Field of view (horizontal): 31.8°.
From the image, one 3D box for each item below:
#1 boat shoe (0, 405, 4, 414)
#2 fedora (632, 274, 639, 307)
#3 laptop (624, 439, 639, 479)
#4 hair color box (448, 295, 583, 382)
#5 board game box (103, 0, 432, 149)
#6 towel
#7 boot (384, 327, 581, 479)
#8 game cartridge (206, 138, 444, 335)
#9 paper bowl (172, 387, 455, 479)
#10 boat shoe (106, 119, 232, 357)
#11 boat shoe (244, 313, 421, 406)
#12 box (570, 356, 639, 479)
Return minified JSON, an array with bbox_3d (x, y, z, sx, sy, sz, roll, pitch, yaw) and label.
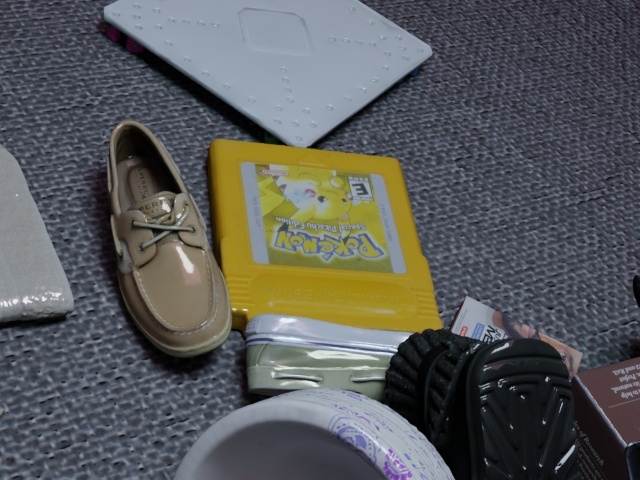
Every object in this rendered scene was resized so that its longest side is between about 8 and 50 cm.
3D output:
[{"bbox_3d":[-0.432,0.185,1.149,0.206,0.075,0.064,7,87,-22],"label":"boat shoe"},{"bbox_3d":[0.526,0.128,1.367,0.152,0.334,0.334,-38,58,6],"label":"fedora"},{"bbox_3d":[0.477,0.332,1.144,0.236,0.381,0.408,-10,1,20],"label":"laptop"},{"bbox_3d":[0.241,0.150,1.432,0.167,0.053,0.093,27,42,4],"label":"hair color box"},{"bbox_3d":[-0.077,-0.313,1.776,0.390,0.050,0.390,35,45,15],"label":"board game box"},{"bbox_3d":[-0.425,-0.004,1.337,0.187,0.049,0.282,-11,52,-28],"label":"towel"},{"bbox_3d":[0.161,0.262,1.171,0.131,0.260,0.347,7,82,-18],"label":"boot"},{"bbox_3d":[0.000,0.000,1.491,0.285,0.052,0.323,5,44,-17],"label":"game cartridge"},{"bbox_3d":[0.005,0.281,1.056,0.284,0.284,0.148,41,19,20],"label":"paper bowl"},{"bbox_3d":[-0.200,-0.007,1.360,0.122,0.110,0.341,-18,50,-13],"label":"boat shoe"},{"bbox_3d":[0.053,0.157,1.336,0.302,0.109,0.094,9,74,-10],"label":"boat shoe"},{"bbox_3d":[0.348,0.256,1.257,0.169,0.203,0.167,-9,50,-29],"label":"box"}]
